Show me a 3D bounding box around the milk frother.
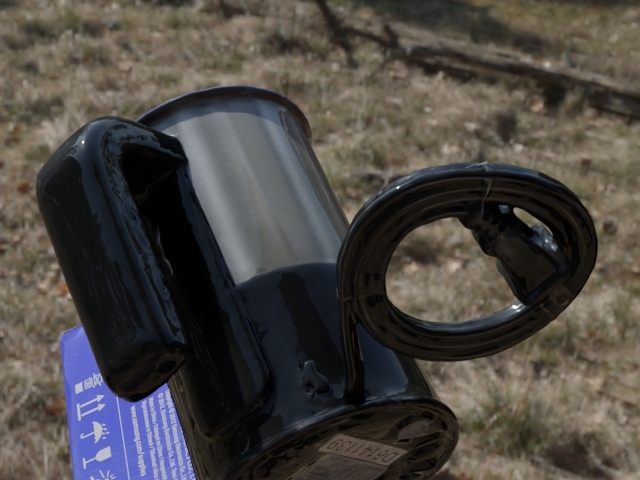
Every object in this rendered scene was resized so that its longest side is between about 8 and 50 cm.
[{"bbox_3d":[0.000,0.000,0.375,0.143,0.129,0.135,-29,57,6],"label":"milk frother"}]

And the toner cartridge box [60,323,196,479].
[{"bbox_3d":[-0.044,0.197,0.581,0.075,0.165,0.348,-26,43,6],"label":"toner cartridge box"}]
